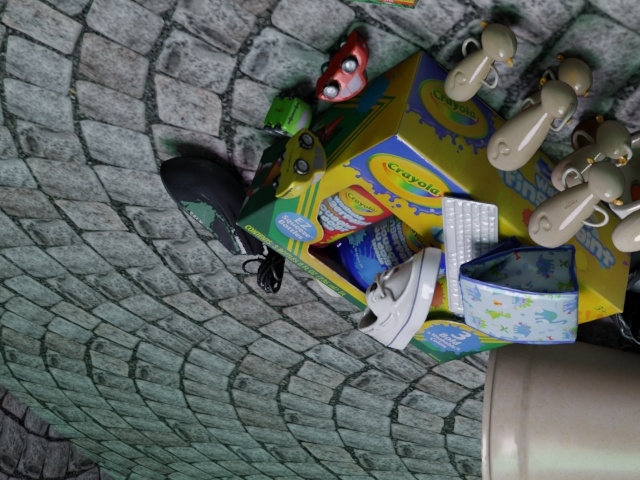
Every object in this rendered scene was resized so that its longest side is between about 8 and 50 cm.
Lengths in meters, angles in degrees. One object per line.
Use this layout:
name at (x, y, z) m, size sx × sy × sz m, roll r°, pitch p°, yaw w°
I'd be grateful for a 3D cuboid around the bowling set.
bowling set at (0.306, -0.153, 1.246) m, size 0.287 × 0.200 × 0.154 m, roll 60°, pitch 145°, yaw 13°

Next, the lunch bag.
lunch bag at (0.262, 0.072, 1.338) m, size 0.151 × 0.096 × 0.128 m, roll -4°, pitch 141°, yaw 11°

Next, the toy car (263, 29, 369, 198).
toy car at (-0.017, -0.168, 1.387) m, size 0.053 × 0.239 × 0.225 m, roll 26°, pitch 179°, yaw -23°

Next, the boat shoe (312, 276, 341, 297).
boat shoe at (0.000, 0.000, 1.695) m, size 0.092 × 0.102 × 0.285 m, roll -14°, pitch 138°, yaw 30°

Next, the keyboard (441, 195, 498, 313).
keyboard at (0.205, 0.029, 1.373) m, size 0.072 × 0.014 × 0.256 m, roll 6°, pitch 142°, yaw 14°

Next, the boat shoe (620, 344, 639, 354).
boat shoe at (0.581, 0.225, 1.795) m, size 0.125 × 0.038 × 0.046 m, roll 32°, pitch 148°, yaw -22°

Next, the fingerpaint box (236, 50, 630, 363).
fingerpaint box at (0.166, -0.018, 1.487) m, size 0.445 × 0.163 × 0.371 m, roll 36°, pitch 144°, yaw -24°

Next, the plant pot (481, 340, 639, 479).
plant pot at (0.453, 0.304, 1.720) m, size 0.306 × 0.333 × 0.333 m, roll 3°, pitch 146°, yaw 19°

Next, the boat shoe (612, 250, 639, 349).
boat shoe at (0.510, 0.104, 1.563) m, size 0.127 × 0.113 × 0.340 m, roll 12°, pitch 149°, yaw 12°

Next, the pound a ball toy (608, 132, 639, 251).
pound a ball toy at (0.474, -0.001, 1.313) m, size 0.319 × 0.208 × 0.136 m, roll 35°, pitch 141°, yaw -28°

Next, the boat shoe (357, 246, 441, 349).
boat shoe at (0.106, 0.084, 1.429) m, size 0.084 × 0.095 × 0.258 m, roll 16°, pitch 147°, yaw -1°

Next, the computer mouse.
computer mouse at (-0.142, -0.052, 1.658) m, size 0.272 × 0.188 × 0.072 m, roll 42°, pitch 115°, yaw -15°

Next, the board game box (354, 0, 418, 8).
board game box at (-0.012, -0.347, 1.199) m, size 0.260 × 0.030 × 0.136 m, roll 10°, pitch 151°, yaw 14°
